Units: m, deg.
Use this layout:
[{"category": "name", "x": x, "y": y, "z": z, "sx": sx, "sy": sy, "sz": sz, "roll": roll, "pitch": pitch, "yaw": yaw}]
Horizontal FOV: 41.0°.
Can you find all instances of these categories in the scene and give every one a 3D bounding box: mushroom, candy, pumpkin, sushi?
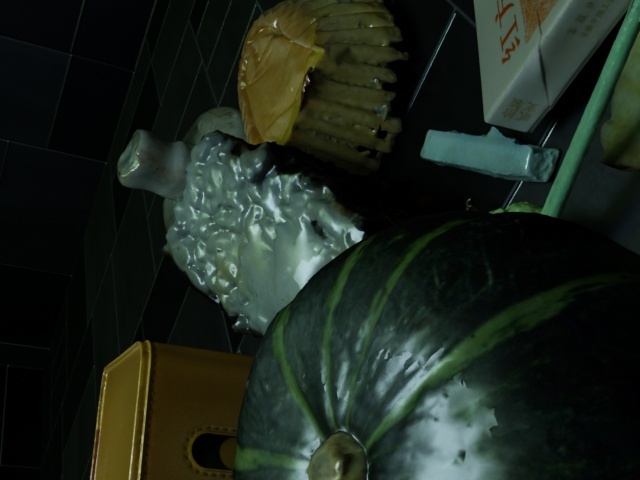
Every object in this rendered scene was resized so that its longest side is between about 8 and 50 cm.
[{"category": "mushroom", "x": -0.196, "y": -0.095, "z": 1.299, "sx": 0.243, "sy": 0.244, "sz": 0.243, "roll": -40, "pitch": 44, "yaw": 54}, {"category": "candy", "x": 0.172, "y": -0.069, "z": 0.565, "sx": 0.092, "sy": 0.093, "sz": 0.335, "roll": 43, "pitch": 138, "yaw": 31}, {"category": "pumpkin", "x": 0.091, "y": 0.138, "z": 0.500, "sx": 0.323, "sy": 0.242, "sz": 0.322, "roll": -7, "pitch": 82, "yaw": 53}, {"category": "sushi", "x": 0.000, "y": 0.000, "z": 0.810, "sx": 0.343, "sy": 0.182, "sz": 0.196, "roll": 29, "pitch": 123, "yaw": 42}]

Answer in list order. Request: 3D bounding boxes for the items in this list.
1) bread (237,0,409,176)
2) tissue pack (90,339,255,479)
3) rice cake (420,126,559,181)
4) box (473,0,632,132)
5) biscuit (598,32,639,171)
[{"category": "bread", "x": -0.009, "y": -0.180, "z": 1.020, "sx": 0.274, "sy": 0.149, "sz": 0.273, "roll": -30, "pitch": 53, "yaw": 51}, {"category": "tissue pack", "x": -0.060, "y": 0.213, "z": 0.789, "sx": 0.145, "sy": 0.275, "sz": 0.194, "roll": -36, "pitch": 48, "yaw": 57}, {"category": "rice cake", "x": 0.146, "y": -0.081, "z": 0.768, "sx": 0.180, "sy": 0.031, "sz": 0.042, "roll": 25, "pitch": 100, "yaw": 65}, {"category": "box", "x": 0.209, "y": -0.268, "z": 0.605, "sx": 0.365, "sy": 0.051, "sz": 0.204, "roll": 118, "pitch": 159, "yaw": -52}, {"category": "biscuit", "x": 0.267, "y": -0.169, "z": 0.532, "sx": 0.187, "sy": 0.036, "sz": 0.273, "roll": -158, "pitch": 80, "yaw": -67}]
